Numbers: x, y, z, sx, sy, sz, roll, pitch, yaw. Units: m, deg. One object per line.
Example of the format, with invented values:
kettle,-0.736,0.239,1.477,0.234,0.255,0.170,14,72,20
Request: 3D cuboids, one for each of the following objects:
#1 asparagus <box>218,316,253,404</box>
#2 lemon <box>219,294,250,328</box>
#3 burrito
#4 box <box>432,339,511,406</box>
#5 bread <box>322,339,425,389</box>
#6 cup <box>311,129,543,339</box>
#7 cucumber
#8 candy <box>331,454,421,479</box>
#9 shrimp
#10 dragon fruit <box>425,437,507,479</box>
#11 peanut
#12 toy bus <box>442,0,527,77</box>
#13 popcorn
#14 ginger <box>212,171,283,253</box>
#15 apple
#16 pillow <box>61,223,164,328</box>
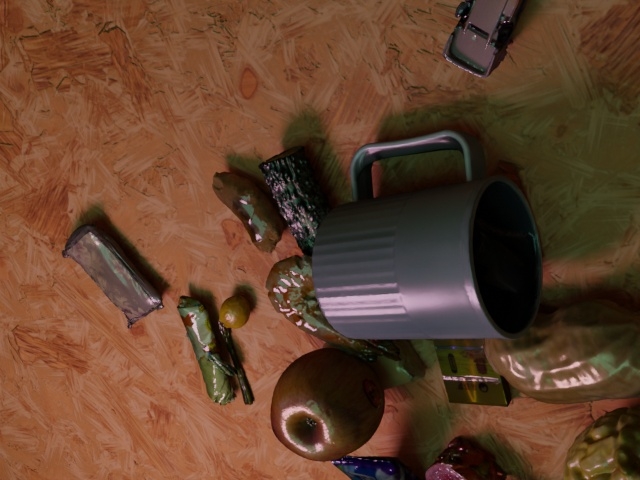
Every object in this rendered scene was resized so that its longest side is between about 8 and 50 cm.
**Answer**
asparagus,-0.187,0.262,2.135,0.023,0.022,0.232,-130,22,-64
lemon,-0.178,0.150,2.034,0.065,0.065,0.092,34,124,10
burrito,-0.236,0.247,2.123,0.104,0.054,0.287,14,126,46
box,0.277,0.219,1.815,0.121,0.030,0.193,-2,115,33
bread,0.099,0.237,1.915,0.178,0.060,0.139,-27,101,40
cup,0.161,0.011,1.616,0.311,0.257,0.331,-7,114,36
cucumber,0.000,0.000,1.814,0.096,0.096,0.359,-13,109,37
candy,0.127,0.471,1.959,0.145,0.070,0.275,-2,154,28
shrimp,0.033,0.132,1.795,0.294,0.062,0.154,35,122,-7
dragon fruit,0.280,0.437,1.902,0.147,0.102,0.096,11,116,30
peanut,0.425,0.192,1.625,0.340,0.158,0.174,-19,127,42
toy bus,0.271,-0.376,1.410,0.090,0.112,0.274,31,129,13
popcorn,0.548,0.407,1.625,0.293,0.293,0.237,34,123,10
ginger,-0.135,-0.061,1.879,0.095,0.069,0.190,-32,97,35
apple,0.014,0.311,1.850,0.211,0.188,0.211,14,125,21
pillow,-0.456,0.072,2.166,0.255,0.059,0.169,50,131,-5
